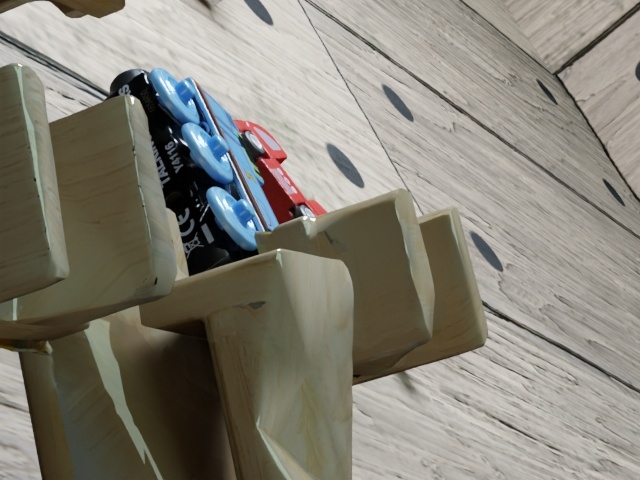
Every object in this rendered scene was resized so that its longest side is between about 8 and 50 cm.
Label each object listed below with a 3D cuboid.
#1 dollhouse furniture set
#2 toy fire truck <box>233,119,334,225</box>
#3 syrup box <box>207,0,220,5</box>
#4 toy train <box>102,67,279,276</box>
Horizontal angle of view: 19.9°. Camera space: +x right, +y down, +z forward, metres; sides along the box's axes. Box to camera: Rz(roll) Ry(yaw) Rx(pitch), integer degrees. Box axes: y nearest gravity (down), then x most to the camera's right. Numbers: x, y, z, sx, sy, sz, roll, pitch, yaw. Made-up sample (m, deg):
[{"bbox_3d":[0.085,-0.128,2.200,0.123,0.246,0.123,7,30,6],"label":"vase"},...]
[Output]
[{"bbox_3d":[-0.119,0.013,0.743,0.362,0.256,0.394,13,62,-63],"label":"dollhouse furniture set"},{"bbox_3d":[0.000,0.000,1.248,0.192,0.047,0.135,53,16,10],"label":"toy fire truck"},{"bbox_3d":[-0.137,-0.305,1.454,0.237,0.096,0.093,40,22,-33],"label":"syrup box"},{"bbox_3d":[-0.071,-0.022,1.062,0.105,0.080,0.184,38,20,-53],"label":"toy train"}]
